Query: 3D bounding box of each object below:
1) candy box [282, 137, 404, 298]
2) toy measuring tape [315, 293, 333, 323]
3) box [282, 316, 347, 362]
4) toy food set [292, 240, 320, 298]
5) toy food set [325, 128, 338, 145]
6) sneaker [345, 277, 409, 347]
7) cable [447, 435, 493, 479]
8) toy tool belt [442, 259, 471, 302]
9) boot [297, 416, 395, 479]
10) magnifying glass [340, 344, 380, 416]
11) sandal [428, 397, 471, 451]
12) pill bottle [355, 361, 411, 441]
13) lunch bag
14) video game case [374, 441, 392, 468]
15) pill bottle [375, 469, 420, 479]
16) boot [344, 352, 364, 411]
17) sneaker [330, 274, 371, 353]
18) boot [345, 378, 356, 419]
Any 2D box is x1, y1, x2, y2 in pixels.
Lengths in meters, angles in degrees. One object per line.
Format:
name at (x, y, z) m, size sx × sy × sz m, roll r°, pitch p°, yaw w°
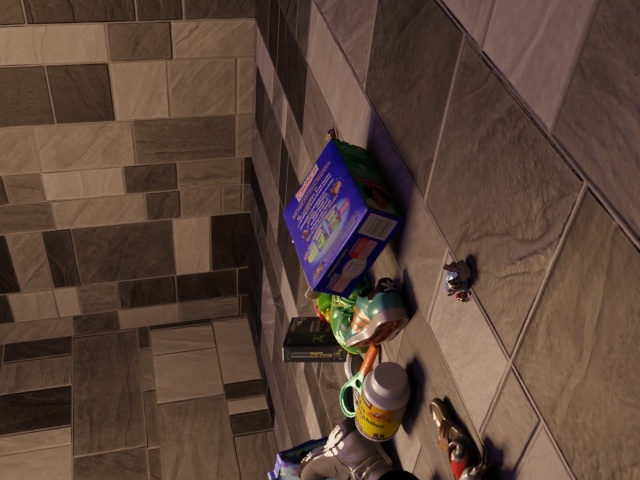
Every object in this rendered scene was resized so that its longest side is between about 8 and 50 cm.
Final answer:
candy box at (0.047, -0.060, 1.804) m, size 0.268 × 0.122 × 0.317 m, roll -56°, pitch 35°, yaw 27°
toy measuring tape at (0.048, 0.168, 2.190) m, size 0.330 × 0.121 × 0.122 m, roll -86°, pitch -3°, yaw -66°
box at (-0.008, 0.290, 2.124) m, size 0.233 × 0.183 × 0.059 m, roll -71°, pitch -20°, yaw -74°
toy food set at (0.000, 0.000, 2.040) m, size 0.220 × 0.092 × 0.306 m, roll -56°, pitch 23°, yaw 22°
toy food set at (0.029, -0.297, 2.192) m, size 0.122 × 0.019 × 0.078 m, roll 155°, pitch 109°, yaw -76°
sneaker at (0.135, 0.187, 1.808) m, size 0.302 × 0.108 × 0.121 m, roll 128°, pitch 136°, yaw -59°
cable at (0.271, 0.493, 1.397) m, size 0.139 × 0.072 × 0.287 m, roll 48°, pitch 144°, yaw 37°
toy tool belt at (0.254, 0.079, 1.366) m, size 0.052 × 0.051 × 0.083 m, roll -126°, pitch 33°, yaw -65°
boot at (0.069, 0.661, 1.985) m, size 0.223 × 0.118 × 0.338 m, roll 58°, pitch 136°, yaw 29°
magnifying glass at (0.112, 0.386, 1.983) m, size 0.092 × 0.026 × 0.231 m, roll 42°, pitch 121°, yaw 45°
sandal at (0.259, 0.399, 1.481) m, size 0.180 × 0.049 × 0.072 m, roll -122°, pitch 29°, yaw -53°
pill bottle at (0.155, 0.393, 1.765) m, size 0.215 × 0.117 × 0.117 m, roll 98°, pitch 161°, yaw -45°
lunch bag at (-0.018, 0.723, 2.243) m, size 0.221 × 0.293 × 0.138 m, roll 98°, pitch 160°, yaw -44°
video game case at (0.168, 0.670, 2.038) m, size 0.173 × 0.022 × 0.191 m, roll -137°, pitch 44°, yaw -70°
pill bottle at (0.190, 0.647, 1.689) m, size 0.123 × 0.122 × 0.219 m, roll -112°, pitch 8°, yaw -49°
boot at (0.125, 0.407, 2.032) m, size 0.086 × 0.069 × 0.190 m, roll -29°, pitch 74°, yaw 65°
sneaker at (0.082, 0.168, 1.986) m, size 0.123 × 0.109 × 0.296 m, roll 130°, pitch 133°, yaw -77°
boot at (0.106, 0.499, 2.136) m, size 0.137 × 0.076 × 0.198 m, roll 66°, pitch -152°, yaw -74°
